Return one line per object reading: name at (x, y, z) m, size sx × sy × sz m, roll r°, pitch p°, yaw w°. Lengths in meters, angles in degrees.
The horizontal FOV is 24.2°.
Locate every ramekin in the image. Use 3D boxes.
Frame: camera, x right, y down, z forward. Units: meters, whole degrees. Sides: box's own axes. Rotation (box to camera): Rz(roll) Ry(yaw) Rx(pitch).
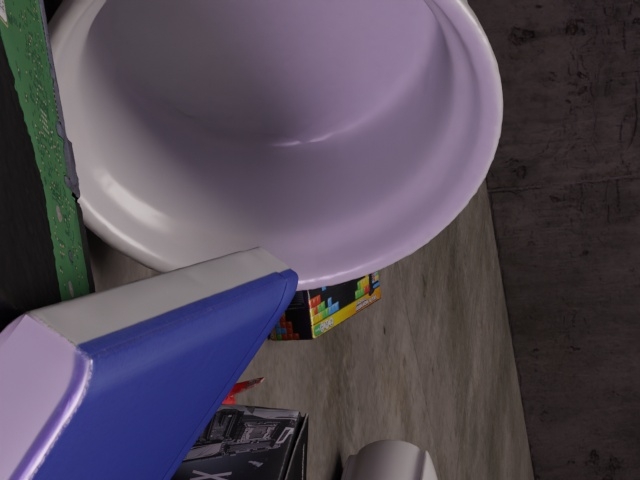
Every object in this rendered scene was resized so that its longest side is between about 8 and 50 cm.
ramekin at (-0.034, -0.110, 0.919) m, size 0.135 × 0.277 × 0.277 m, roll -93°, pitch 169°, yaw -47°

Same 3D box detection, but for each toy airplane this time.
toy airplane at (-0.075, 0.123, 1.157) m, size 0.151 × 0.028 × 0.151 m, roll -4°, pitch 90°, yaw -77°

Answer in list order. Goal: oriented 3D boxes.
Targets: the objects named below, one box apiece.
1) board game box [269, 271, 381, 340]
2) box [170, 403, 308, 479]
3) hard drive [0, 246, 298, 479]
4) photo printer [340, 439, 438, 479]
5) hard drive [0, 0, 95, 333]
board game box at (-0.001, 0.007, 1.404) m, size 0.170 × 0.048 × 0.141 m, roll -27°, pitch 112°, yaw -64°
box at (-0.064, 0.294, 0.923) m, size 0.242 × 0.077 × 0.307 m, roll -72°, pitch 164°, yaw -60°
hard drive at (-0.116, 0.107, 0.706) m, size 0.210 × 0.040 × 0.319 m, roll -56°, pitch 172°, yaw 11°
photo printer at (0.068, 0.386, 1.487) m, size 0.307 × 0.107 × 0.256 m, roll -68°, pitch 150°, yaw -63°
hard drive at (-0.170, -0.079, 0.601) m, size 0.339 × 0.064 × 0.236 m, roll 65°, pitch 13°, yaw -76°
